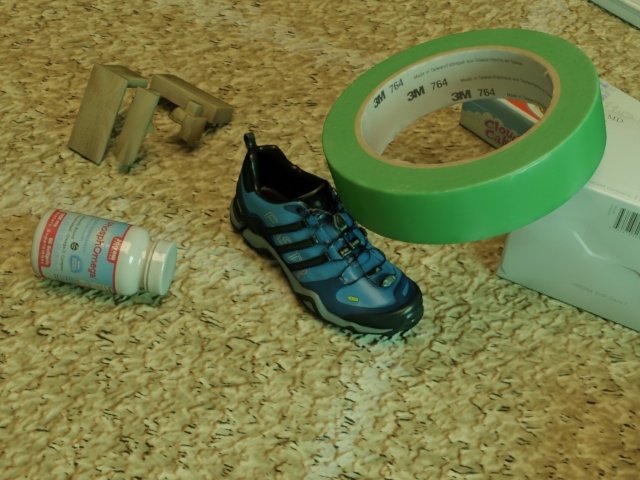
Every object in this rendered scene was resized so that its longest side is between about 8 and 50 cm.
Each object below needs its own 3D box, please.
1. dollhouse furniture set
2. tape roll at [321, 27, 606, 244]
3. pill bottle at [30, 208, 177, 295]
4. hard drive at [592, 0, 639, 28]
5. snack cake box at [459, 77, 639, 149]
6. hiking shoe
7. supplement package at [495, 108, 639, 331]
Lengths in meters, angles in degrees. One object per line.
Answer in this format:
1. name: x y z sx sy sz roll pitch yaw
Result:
1. dollhouse furniture set: -0.234 -0.159 1.430 0.144 0.123 0.151 30 19 19
2. tape roll: 0.164 -0.129 1.189 0.321 0.077 0.321 -13 38 10
3. pill bottle: -0.259 0.018 1.237 0.160 0.087 0.087 12 50 5
4. hard drive: 0.569 -0.420 1.716 0.307 0.040 0.203 38 56 25
5. snack cake box: 0.346 -0.161 1.443 0.152 0.089 0.264 -37 61 -28
6. hiking shoe: 0.000 0.000 1.246 0.304 0.132 0.113 36 56 23
7. supplement package: 0.376 -0.021 1.250 0.261 0.204 0.145 21 51 14
